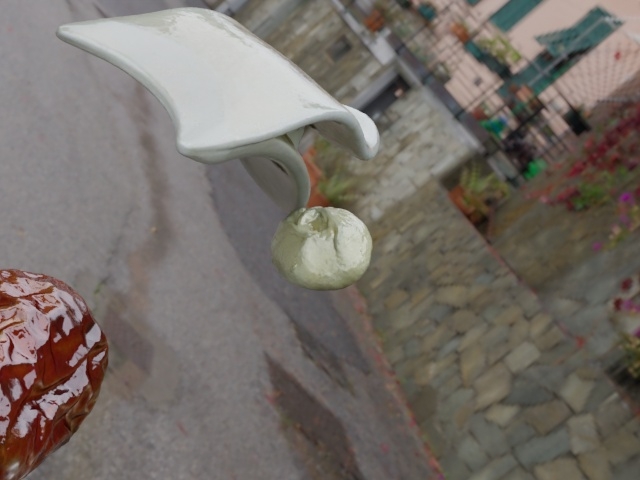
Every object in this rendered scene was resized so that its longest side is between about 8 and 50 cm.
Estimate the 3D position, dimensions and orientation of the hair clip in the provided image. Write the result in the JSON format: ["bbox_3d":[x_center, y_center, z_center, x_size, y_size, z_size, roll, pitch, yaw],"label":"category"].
[{"bbox_3d":[-0.049,-0.105,0.835,0.172,0.113,0.282,42,5,31],"label":"hair clip"}]

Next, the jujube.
[{"bbox_3d":[-0.343,0.150,1.093,0.216,0.216,0.342,48,14,-8],"label":"jujube"}]

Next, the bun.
[{"bbox_3d":[0.000,0.000,0.855,0.086,0.086,0.054,-117,-159,-54],"label":"bun"}]
